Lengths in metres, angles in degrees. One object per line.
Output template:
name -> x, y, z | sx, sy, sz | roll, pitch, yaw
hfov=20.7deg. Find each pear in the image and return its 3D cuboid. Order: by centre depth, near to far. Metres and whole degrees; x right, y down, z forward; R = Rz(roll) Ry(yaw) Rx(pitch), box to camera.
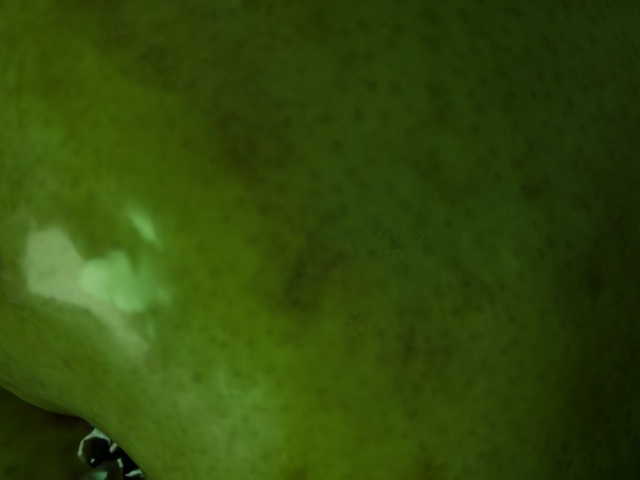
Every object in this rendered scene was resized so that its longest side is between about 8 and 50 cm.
pear -> 0.000, 0.000, 0.576 | 0.304, 0.304, 0.304 | 39, 140, 43
